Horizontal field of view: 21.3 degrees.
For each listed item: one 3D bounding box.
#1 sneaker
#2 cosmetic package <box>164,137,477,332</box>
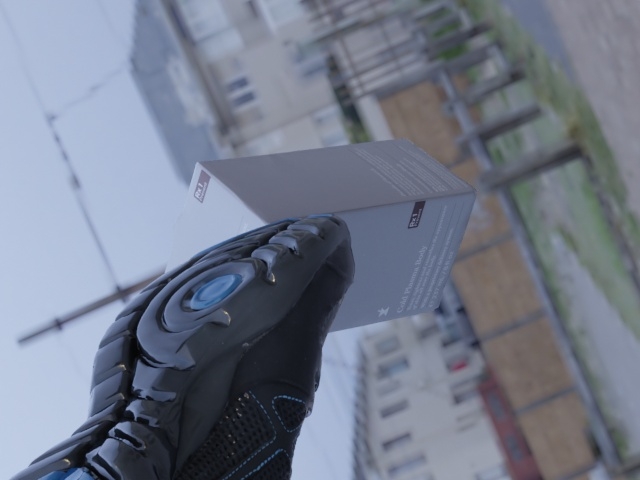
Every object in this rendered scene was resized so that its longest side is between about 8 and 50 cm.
[{"bbox_3d":[-0.065,0.113,0.965,0.140,0.125,0.341,57,-137,-21],"label":"sneaker"},{"bbox_3d":[0.000,0.000,1.370,0.107,0.238,0.127,38,125,34],"label":"cosmetic package"}]
